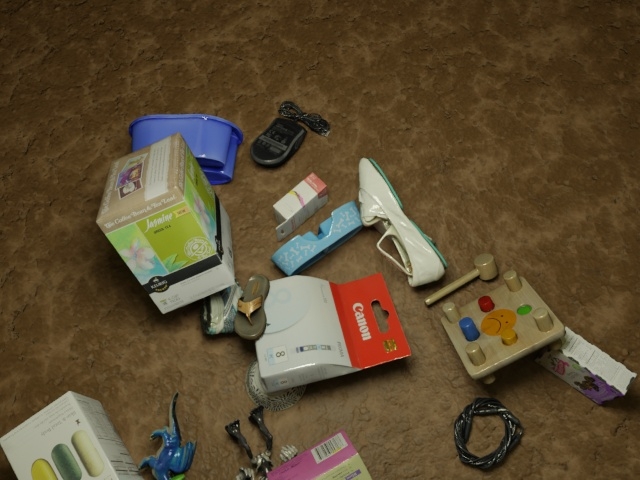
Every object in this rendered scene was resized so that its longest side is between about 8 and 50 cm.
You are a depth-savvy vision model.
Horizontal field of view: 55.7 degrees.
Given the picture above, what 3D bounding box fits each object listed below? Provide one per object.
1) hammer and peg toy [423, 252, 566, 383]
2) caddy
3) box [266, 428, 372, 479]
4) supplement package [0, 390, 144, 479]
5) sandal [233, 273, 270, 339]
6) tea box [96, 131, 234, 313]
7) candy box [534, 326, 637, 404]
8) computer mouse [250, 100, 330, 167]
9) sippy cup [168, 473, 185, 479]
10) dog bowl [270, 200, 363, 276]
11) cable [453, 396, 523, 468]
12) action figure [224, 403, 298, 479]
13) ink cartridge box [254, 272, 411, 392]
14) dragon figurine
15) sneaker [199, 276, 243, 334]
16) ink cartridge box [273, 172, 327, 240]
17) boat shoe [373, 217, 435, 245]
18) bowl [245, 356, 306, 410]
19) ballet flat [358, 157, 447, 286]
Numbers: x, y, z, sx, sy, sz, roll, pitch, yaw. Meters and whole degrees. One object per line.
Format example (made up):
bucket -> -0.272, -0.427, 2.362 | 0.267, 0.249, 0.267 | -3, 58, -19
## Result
hammer and peg toy -> 0.447, 0.199, 1.606 | 0.266, 0.127, 0.361 | -29, 27, 6
caddy -> -0.405, -0.287, 1.824 | 0.342, 0.241, 0.179 | 0, 74, 2
box -> 0.027, 0.616, 1.435 | 0.214, 0.117, 0.242 | -29, 108, -8
supplement package -> -0.612, 0.553, 1.512 | 0.199, 0.198, 0.262 | -35, 71, -11
sandal -> -0.180, 0.166, 1.603 | 0.090, 0.060, 0.219 | -2, 46, 13
tea box -> -0.396, -0.053, 1.604 | 0.220, 0.323, 0.329 | -24, 35, 4
candy box -> 0.674, 0.325, 1.559 | 0.196, 0.165, 0.070 | 35, 72, 16
computer mouse -> -0.113, -0.313, 1.914 | 0.189, 0.072, 0.272 | 32, 61, 16
sippy cup -> -0.263, 0.710, 1.431 | 0.224, 0.305, 0.240 | -34, 32, -22
dog bowl -> 0.000, 0.000, 1.732 | 0.297, 0.166, 0.074 | -35, 82, -11
cable -> 0.421, 0.496, 1.566 | 0.184, 0.047, 0.150 | -40, 71, -12
action figure -> -0.138, 0.563, 1.518 | 0.164, 0.141, 0.275 | -25, 67, -17
ink cartridge box -> 0.012, 0.214, 1.618 | 0.385, 0.091, 0.308 | -15, 44, -1
dragon figurine -> -0.370, 0.547, 1.562 | 0.144, 0.085, 0.289 | 18, 74, 8
sneaker -> -0.279, 0.146, 1.728 | 0.122, 0.110, 0.283 | 13, 49, -29
ink cartridge box -> -0.072, -0.096, 1.793 | 0.198, 0.115, 0.067 | -41, 73, -14
boat shoe -> 0.234, -0.033, 1.778 | 0.219, 0.078, 0.070 | 36, 75, 7
bowl -> -0.124, 0.367, 1.628 | 0.170, 0.080, 0.170 | -1, 67, 3
ballet flat -> 0.191, -0.044, 1.676 | 0.139, 0.139, 0.400 | -33, 83, -10
